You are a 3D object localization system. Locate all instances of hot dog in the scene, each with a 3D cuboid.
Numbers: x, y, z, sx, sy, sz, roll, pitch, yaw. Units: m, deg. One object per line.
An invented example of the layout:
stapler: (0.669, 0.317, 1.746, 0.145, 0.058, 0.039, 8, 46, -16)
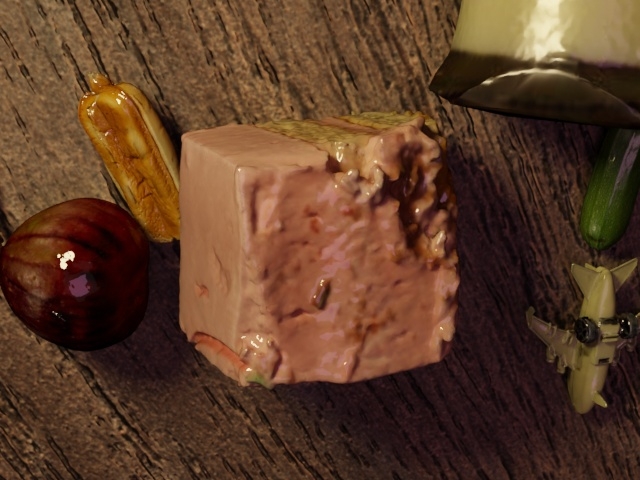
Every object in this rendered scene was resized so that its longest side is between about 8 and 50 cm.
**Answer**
hot dog: (-0.231, -0.111, 1.308, 0.102, 0.076, 0.249, -11, 119, 27)

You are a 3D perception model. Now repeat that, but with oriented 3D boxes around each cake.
cake: (0.000, 0.000, 1.245, 0.306, 0.293, 0.314, -5, 104, -21)

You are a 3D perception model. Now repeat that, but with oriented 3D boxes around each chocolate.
chocolate: (0.308, -0.300, 1.183, 0.314, 0.326, 0.297, 10, 113, 25)

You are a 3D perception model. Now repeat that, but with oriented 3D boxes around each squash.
squash: (0.411, -0.090, 1.393, 0.077, 0.068, 0.219, 9, 107, -28)

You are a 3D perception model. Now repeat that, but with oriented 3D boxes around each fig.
fig: (-0.346, 0.040, 1.300, 0.249, 0.186, 0.204, 9, 135, 5)

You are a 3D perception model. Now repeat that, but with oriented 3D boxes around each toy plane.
toy plane: (0.396, 0.144, 1.460, 0.229, 0.092, 0.244, -5, 106, -20)
